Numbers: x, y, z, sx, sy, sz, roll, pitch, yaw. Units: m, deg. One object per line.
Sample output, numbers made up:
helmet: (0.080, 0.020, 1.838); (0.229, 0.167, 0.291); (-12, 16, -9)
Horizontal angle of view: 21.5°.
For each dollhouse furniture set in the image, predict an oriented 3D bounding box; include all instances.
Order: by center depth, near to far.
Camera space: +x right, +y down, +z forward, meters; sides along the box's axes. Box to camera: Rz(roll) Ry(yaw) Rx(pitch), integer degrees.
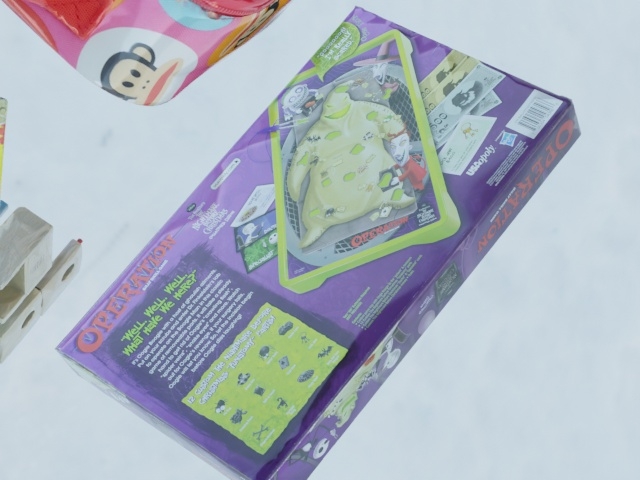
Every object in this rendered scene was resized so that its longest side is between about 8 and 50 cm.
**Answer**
dollhouse furniture set: (-0.305, -0.001, 1.560); (0.129, 0.184, 0.129); (34, 63, 7)

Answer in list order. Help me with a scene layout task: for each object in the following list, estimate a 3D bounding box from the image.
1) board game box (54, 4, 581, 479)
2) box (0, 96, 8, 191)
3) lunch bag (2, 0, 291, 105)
board game box: (0.000, 0.000, 1.184); (0.208, 0.056, 0.347); (31, 72, 30)
box: (-0.253, 0.087, 0.631); (0.177, 0.279, 0.290); (4, 89, -29)
lunch bag: (-0.135, -0.211, 0.865); (0.293, 0.258, 0.120); (44, 124, -4)
